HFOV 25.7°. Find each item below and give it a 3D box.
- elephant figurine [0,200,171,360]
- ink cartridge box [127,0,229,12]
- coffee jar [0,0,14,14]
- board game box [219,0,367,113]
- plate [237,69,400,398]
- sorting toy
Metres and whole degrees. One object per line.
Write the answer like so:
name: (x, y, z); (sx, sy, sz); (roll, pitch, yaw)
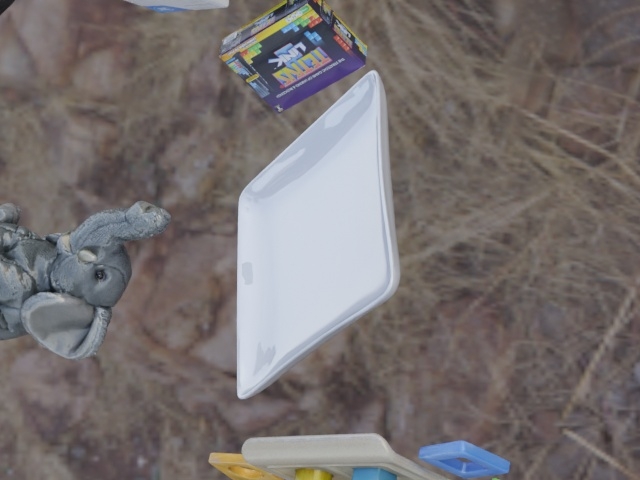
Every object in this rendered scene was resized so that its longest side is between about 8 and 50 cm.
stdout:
elephant figurine: (-0.278, 0.044, 1.510); (0.186, 0.239, 0.169); (76, -159, -81)
ink cartridge box: (-0.248, -0.384, 1.968); (0.134, 0.231, 0.078); (2, 87, 36)
coffee jar: (-0.298, -0.215, 1.050); (0.096, 0.184, 0.079); (-41, 76, 2)
board game box: (-0.040, -0.278, 2.072); (0.170, 0.141, 0.048); (-27, 37, 30)
plate: (0.000, 0.000, 1.490); (0.277, 0.045, 0.278); (-40, 41, 43)
sorting toy: (0.041, 0.248, 1.391); (0.348, 0.196, 0.047); (-8, 58, 38)
